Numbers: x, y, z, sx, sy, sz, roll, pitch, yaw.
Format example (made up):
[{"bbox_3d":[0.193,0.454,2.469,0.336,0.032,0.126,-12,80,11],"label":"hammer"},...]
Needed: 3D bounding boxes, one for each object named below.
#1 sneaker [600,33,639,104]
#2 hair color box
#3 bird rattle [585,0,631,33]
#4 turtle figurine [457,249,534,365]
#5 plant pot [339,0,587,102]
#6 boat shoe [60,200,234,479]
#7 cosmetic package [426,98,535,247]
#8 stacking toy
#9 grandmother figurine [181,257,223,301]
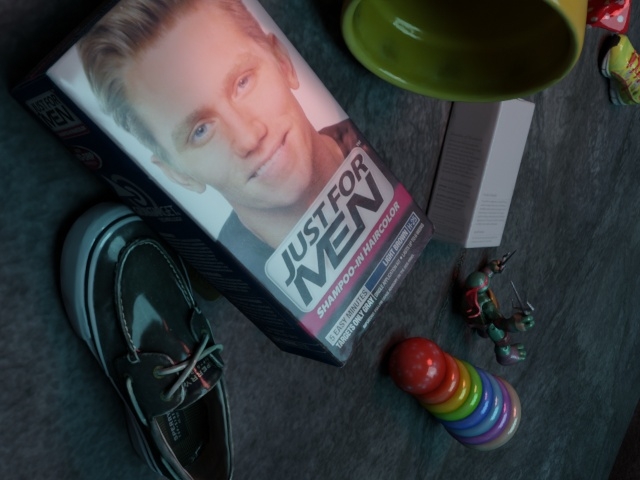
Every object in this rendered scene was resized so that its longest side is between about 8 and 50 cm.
[{"bbox_3d":[0.633,-0.345,1.485,0.208,0.094,0.081,37,79,-51],"label":"sneaker"},{"bbox_3d":[-0.064,-0.063,0.637,0.347,0.105,0.173,47,66,-27],"label":"hair color box"},{"bbox_3d":[0.279,-0.352,0.930,0.143,0.254,0.206,-4,86,-51],"label":"bird rattle"},{"bbox_3d":[0.298,0.109,1.270,0.234,0.118,0.175,68,13,-44],"label":"turtle figurine"},{"bbox_3d":[0.168,-0.316,0.807,0.254,0.254,0.238,33,65,-53],"label":"plant pot"},{"bbox_3d":[-0.140,0.115,0.708,0.121,0.119,0.335,-39,134,-34],"label":"boat shoe"},{"bbox_3d":[0.240,-0.107,1.114,0.117,0.086,0.231,-1,105,-52],"label":"cosmetic package"},{"bbox_3d":[0.215,0.251,1.223,0.330,0.141,0.141,37,77,-48],"label":"stacking toy"},{"bbox_3d":[0.000,0.000,0.852,0.342,0.104,0.207,-7,120,-47],"label":"grandmother figurine"}]
